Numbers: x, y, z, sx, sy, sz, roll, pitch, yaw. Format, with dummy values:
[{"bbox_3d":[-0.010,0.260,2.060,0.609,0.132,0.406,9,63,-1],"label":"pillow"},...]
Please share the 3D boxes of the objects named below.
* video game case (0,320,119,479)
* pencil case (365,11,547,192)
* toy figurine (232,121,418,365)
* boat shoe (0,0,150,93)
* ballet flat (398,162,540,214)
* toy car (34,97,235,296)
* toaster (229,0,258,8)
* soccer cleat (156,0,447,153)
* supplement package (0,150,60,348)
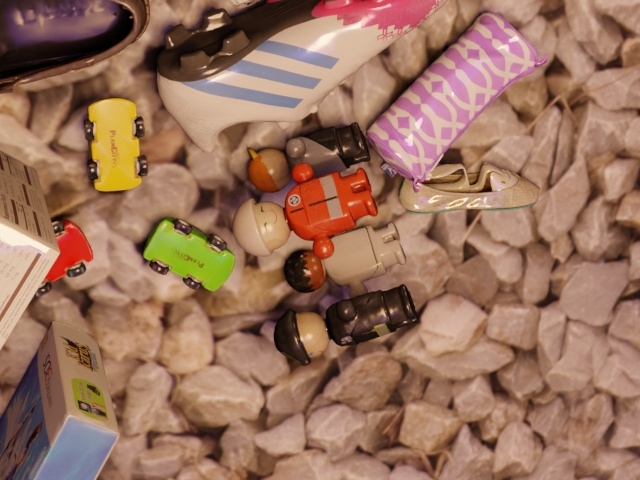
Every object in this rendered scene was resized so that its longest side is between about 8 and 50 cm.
[{"bbox_3d":[-0.304,0.248,1.431,0.061,0.244,0.269,26,100,-20],"label":"video game case"},{"bbox_3d":[0.141,-0.150,1.492,0.088,0.086,0.206,43,91,14],"label":"pencil case"},{"bbox_3d":[0.000,0.000,1.448,0.148,0.209,0.213,-18,118,7],"label":"toy figurine"},{"bbox_3d":[-0.336,-0.202,1.329,0.355,0.130,0.132,-17,112,-9],"label":"boat shoe"},{"bbox_3d":[0.171,-0.061,1.550,0.168,0.057,0.052,-6,123,-13],"label":"ballet flat"},{"bbox_3d":[-0.197,-0.014,1.474,0.225,0.053,0.239,28,100,-22],"label":"toy car"},{"bbox_3d":[-0.080,-0.331,1.356,0.146,0.129,0.227,-42,122,6],"label":"toaster"},{"bbox_3d":[-0.009,-0.199,1.442,0.331,0.116,0.143,-22,132,-7],"label":"soccer cleat"},{"bbox_3d":[-0.372,0.020,1.323,0.145,0.262,0.204,30,99,-23],"label":"supplement package"}]
